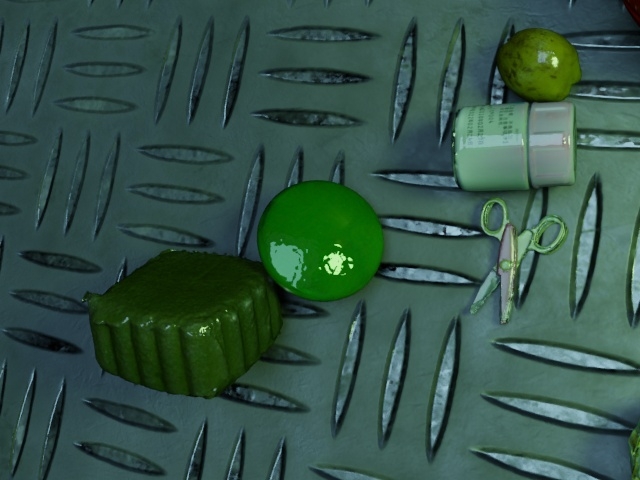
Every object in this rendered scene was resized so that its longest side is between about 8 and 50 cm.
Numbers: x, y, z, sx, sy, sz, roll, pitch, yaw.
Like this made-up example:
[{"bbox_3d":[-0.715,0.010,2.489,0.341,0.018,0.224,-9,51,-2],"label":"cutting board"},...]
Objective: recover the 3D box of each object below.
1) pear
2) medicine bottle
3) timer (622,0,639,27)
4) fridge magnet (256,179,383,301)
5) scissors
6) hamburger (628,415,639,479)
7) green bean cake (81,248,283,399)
[{"bbox_3d":[0.331,-0.267,1.048,0.107,0.107,0.131,-47,75,9],"label":"pear"},{"bbox_3d":[0.290,-0.139,1.027,0.169,0.135,0.135,1,81,24],"label":"medicine bottle"},{"bbox_3d":[0.567,-0.396,0.861,0.378,0.279,0.377,-14,59,25],"label":"timer"},{"bbox_3d":[0.000,0.000,1.122,0.208,0.088,0.208,3,71,-8],"label":"fridge magnet"},{"bbox_3d":[0.288,0.034,1.059,0.134,0.020,0.187,21,88,21],"label":"scissors"},{"bbox_3d":[0.511,0.270,0.861,0.214,0.125,0.235,35,109,14],"label":"hamburger"},{"bbox_3d":[-0.212,0.130,1.119,0.247,0.250,0.156,7,117,23],"label":"green bean cake"}]
